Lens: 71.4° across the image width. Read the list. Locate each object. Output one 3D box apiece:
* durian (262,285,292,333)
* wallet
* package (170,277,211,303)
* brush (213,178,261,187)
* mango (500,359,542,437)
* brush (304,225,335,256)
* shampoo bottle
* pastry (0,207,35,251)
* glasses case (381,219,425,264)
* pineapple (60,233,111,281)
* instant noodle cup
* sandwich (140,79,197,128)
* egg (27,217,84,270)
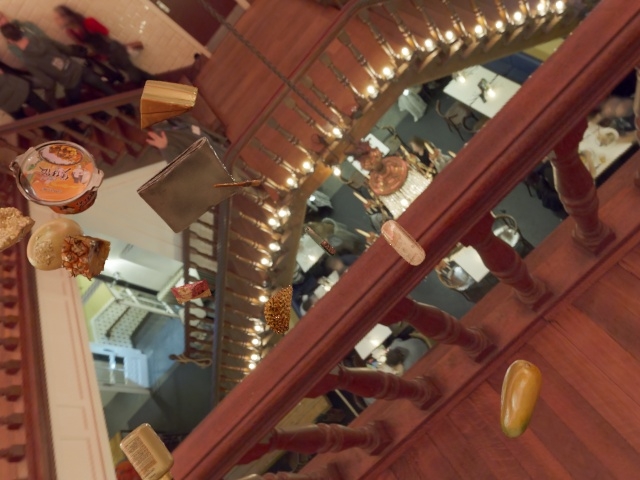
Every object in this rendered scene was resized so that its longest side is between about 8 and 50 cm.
[{"bbox_3d":[-0.167,0.304,2.036,0.144,0.139,0.252,-26,45,21],"label":"durian"},{"bbox_3d":[-0.445,-0.178,1.536,0.290,0.251,0.054,-43,52,-11],"label":"wallet"},{"bbox_3d":[-0.304,0.122,1.054,0.083,0.059,0.029,-16,41,-8],"label":"package"},{"bbox_3d":[-0.289,-0.197,1.558,0.043,0.170,0.014,-37,64,62],"label":"brush"},{"bbox_3d":[0.649,0.519,1.467,0.114,0.156,0.251,22,75,17],"label":"mango"},{"bbox_3d":[0.000,0.000,2.113,0.193,0.032,0.043,45,68,3],"label":"brush"},{"bbox_3d":[-0.399,0.522,1.058,0.079,0.079,0.162,-44,81,14],"label":"shampoo bottle"},{"bbox_3d":[-0.788,0.002,1.046,0.258,0.089,0.121,-25,30,25],"label":"pastry"},{"bbox_3d":[0.316,0.009,1.710,0.204,0.051,0.081,45,128,7],"label":"glasses case"},{"bbox_3d":[-0.677,0.056,1.289,0.233,0.079,0.135,143,147,-83],"label":"pineapple"},{"bbox_3d":[-0.641,-0.141,1.120,0.208,0.125,0.177,26,65,1],"label":"instant noodle cup"},{"bbox_3d":[-0.535,-0.469,1.576,0.144,0.187,0.117,113,160,-56],"label":"sandwich"},{"bbox_3d":[-0.923,0.015,1.559,0.164,0.164,0.201,28,75,42],"label":"egg"}]
